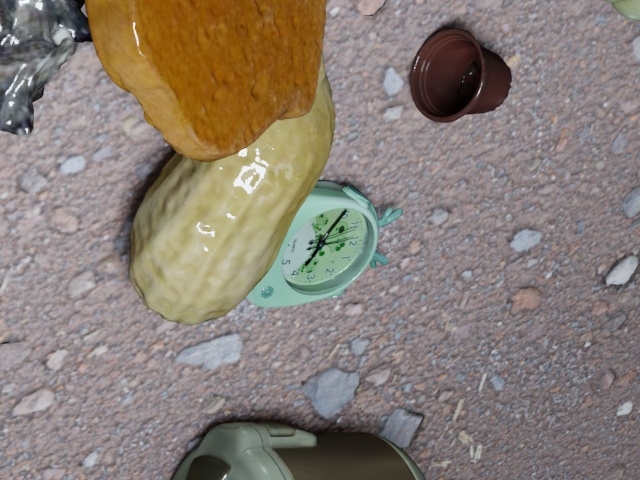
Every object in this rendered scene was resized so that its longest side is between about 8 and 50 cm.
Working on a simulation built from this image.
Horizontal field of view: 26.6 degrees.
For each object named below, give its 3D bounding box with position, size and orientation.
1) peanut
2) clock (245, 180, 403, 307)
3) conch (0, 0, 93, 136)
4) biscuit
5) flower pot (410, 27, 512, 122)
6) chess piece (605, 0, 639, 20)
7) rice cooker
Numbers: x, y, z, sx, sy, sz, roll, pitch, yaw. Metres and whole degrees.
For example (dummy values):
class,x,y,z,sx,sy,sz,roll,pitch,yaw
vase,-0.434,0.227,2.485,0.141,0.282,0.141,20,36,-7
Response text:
class,x,y,z,sx,sy,sz,roll,pitch,yaw
peanut,-0.088,-0.059,1.456,0.340,0.158,0.174,-55,172,20
clock,0.000,0.000,1.638,0.211,0.066,0.159,-2,124,-32
conch,-0.329,-0.200,1.181,0.241,0.186,0.313,10,137,-28
biscuit,-0.113,-0.275,1.210,0.455,0.078,0.349,56,48,-45
flower pot,0.174,-0.188,1.587,0.089,0.111,0.111,4,121,-47
chess piece,0.407,-0.309,1.628,0.243,0.133,0.133,17,112,-35
rice cooker,-0.037,0.402,1.745,0.325,0.335,0.335,4,120,-33
